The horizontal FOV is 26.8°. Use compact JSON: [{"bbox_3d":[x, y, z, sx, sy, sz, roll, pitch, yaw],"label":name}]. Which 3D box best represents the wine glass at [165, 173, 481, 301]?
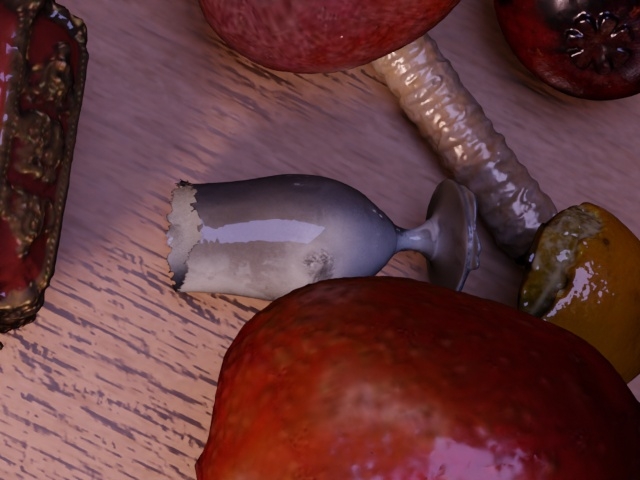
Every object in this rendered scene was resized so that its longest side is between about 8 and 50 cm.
[{"bbox_3d":[0.000,0.000,1.006,0.222,0.103,0.103,-1,77,-15],"label":"wine glass"}]

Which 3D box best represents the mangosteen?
[{"bbox_3d":[0.229,-0.213,1.091,0.200,0.200,0.200,3,76,-14],"label":"mangosteen"}]

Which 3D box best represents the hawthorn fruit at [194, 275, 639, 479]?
[{"bbox_3d":[0.100,0.164,0.867,0.369,0.285,0.285,2,74,23],"label":"hawthorn fruit"}]

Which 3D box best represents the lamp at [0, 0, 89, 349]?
[{"bbox_3d":[-0.254,-0.058,0.923,0.177,0.177,0.274,9,77,-13],"label":"lamp"}]

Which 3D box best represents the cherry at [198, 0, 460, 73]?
[{"bbox_3d":[0.014,-0.243,0.996,0.239,0.206,0.239,-1,104,-4],"label":"cherry"}]

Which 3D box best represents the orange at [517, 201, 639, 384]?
[{"bbox_3d":[0.200,0.055,1.007,0.112,0.170,0.160,19,105,9],"label":"orange"}]

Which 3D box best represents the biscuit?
[{"bbox_3d":[0.118,-0.079,1.078,0.055,0.061,0.219,-35,87,-41],"label":"biscuit"}]
